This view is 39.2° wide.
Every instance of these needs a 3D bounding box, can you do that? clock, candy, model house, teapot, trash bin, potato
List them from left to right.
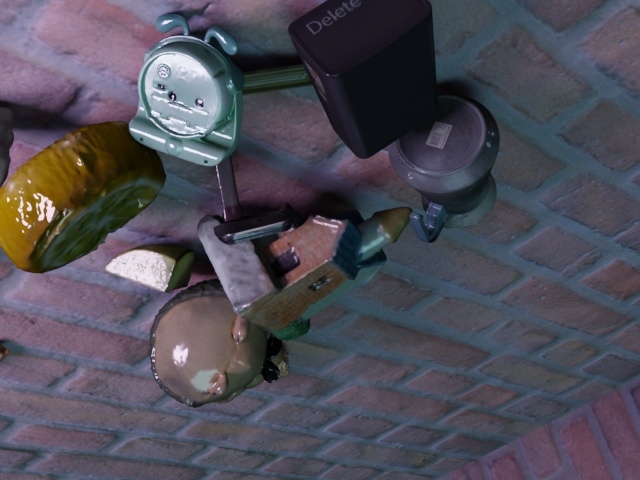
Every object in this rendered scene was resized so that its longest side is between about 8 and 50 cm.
[{"bbox_3d":[-0.343,-0.058,1.280,0.260,0.118,0.260,-40,170,-9],"label":"candy"},{"bbox_3d":[-0.295,0.034,1.592,0.120,0.081,0.149,21,-176,6],"label":"potato"},{"bbox_3d":[-0.177,-0.201,1.193,0.148,0.060,0.188,18,121,13],"label":"clock"},{"bbox_3d":[0.000,0.000,1.539,0.325,0.194,0.267,-30,156,7],"label":"model house"},{"bbox_3d":[0.071,-0.236,1.241,0.165,0.115,0.225,-35,152,-5],"label":"trash bin"},{"bbox_3d":[0.203,-0.107,1.455,0.203,0.171,0.225,-60,155,-12],"label":"teapot"}]

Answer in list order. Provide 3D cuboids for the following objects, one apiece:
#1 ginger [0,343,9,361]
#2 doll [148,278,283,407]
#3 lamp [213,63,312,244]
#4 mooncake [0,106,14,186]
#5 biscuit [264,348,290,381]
[{"bbox_3d":[-0.684,0.236,1.746,0.173,0.051,0.069,-26,141,26],"label":"ginger"},{"bbox_3d":[-0.187,0.196,1.682,0.247,0.247,0.349,-12,175,-4],"label":"doll"},{"bbox_3d":[-0.077,-0.135,1.345,0.203,0.124,0.283,-12,116,-13],"label":"lamp"},{"bbox_3d":[-0.477,-0.127,1.188,0.125,0.130,0.073,13,141,-33],"label":"mooncake"},{"bbox_3d":[-0.151,0.285,2.016,0.169,0.070,0.082,-9,154,-14],"label":"biscuit"}]
